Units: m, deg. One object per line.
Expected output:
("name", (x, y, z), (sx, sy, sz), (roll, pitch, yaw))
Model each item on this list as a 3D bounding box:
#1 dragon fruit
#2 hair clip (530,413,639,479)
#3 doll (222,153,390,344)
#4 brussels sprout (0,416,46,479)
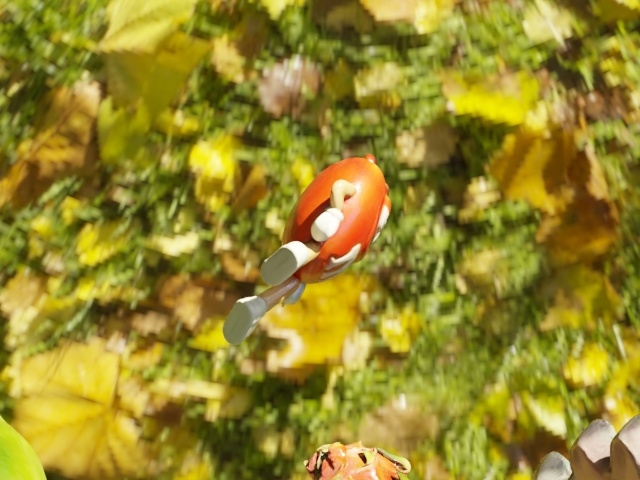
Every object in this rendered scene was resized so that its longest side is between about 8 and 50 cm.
("dragon fruit", (0.043, 0.217, 1.591), (0.116, 0.086, 0.081), (31, 66, -35))
("hair clip", (0.188, 0.185, 1.140), (0.075, 0.257, 0.146), (-15, 76, -4))
("doll", (0.000, 0.000, 1.774), (0.085, 0.217, 0.183), (38, 137, 4))
("brussels sprout", (-0.417, 0.318, 1.889), (0.315, 0.371, 0.275), (1, 113, 22))
